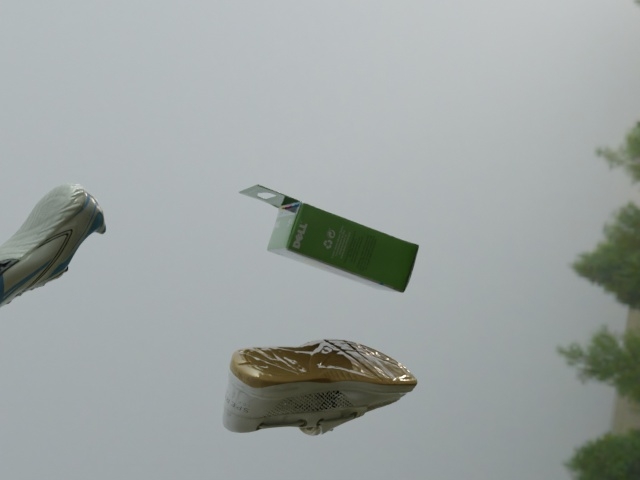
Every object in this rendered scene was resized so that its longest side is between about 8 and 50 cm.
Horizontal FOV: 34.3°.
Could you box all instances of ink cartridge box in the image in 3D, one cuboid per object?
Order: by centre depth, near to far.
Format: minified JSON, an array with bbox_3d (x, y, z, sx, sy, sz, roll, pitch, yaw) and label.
[{"bbox_3d":[0.000,0.000,1.242,0.109,0.209,0.062,177,113,-75],"label":"ink cartridge box"}]

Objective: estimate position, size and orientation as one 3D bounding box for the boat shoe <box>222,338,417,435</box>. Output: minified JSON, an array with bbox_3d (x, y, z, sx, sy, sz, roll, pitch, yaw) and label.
[{"bbox_3d":[-0.004,0.176,1.196,0.277,0.098,0.096,6,-68,-42],"label":"boat shoe"}]

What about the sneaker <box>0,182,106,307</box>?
[{"bbox_3d":[-0.342,0.035,1.179,0.237,0.085,0.086,-42,-48,-12],"label":"sneaker"}]
